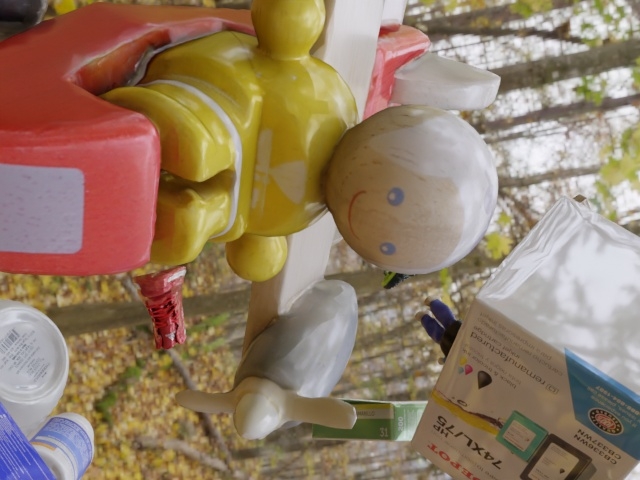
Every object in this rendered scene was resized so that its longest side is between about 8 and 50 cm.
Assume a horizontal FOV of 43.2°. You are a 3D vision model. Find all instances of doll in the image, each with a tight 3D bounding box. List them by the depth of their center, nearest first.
[{"bbox_3d":[0.256,0.178,1.537,0.129,0.046,0.189,-60,-140,18],"label":"doll"}]

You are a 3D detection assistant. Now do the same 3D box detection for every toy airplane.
[{"bbox_3d":[0.000,-0.069,0.482,0.272,0.384,0.386,33,-10,35],"label":"toy airplane"}]

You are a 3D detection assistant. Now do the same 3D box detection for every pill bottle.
[{"bbox_3d":[-0.562,0.456,1.685,0.272,0.152,0.152,-94,173,-84],"label":"pill bottle"}]

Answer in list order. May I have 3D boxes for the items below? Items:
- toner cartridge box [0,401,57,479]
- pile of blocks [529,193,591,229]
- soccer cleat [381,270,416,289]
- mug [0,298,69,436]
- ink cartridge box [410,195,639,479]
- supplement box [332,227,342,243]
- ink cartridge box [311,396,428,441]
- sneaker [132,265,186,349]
[{"bbox_3d":[-0.486,0.252,1.048,0.348,0.075,0.165,46,12,19],"label":"toner cartridge box"},{"bbox_3d":[0.438,0.111,1.367,0.112,0.148,0.362,-133,-144,-58],"label":"pile of blocks"},{"bbox_3d":[0.181,0.031,1.378,0.072,0.179,0.060,49,-11,-5],"label":"soccer cleat"},{"bbox_3d":[-0.622,0.262,1.369,0.276,0.328,0.374,59,36,-8],"label":"mug"},{"bbox_3d":[0.249,0.142,0.836,0.197,0.198,0.270,-40,154,-37],"label":"ink cartridge box"},{"bbox_3d":[0.000,0.000,1.673,0.036,0.098,0.062,61,-23,6],"label":"supplement box"},{"bbox_3d":[0.038,0.232,1.044,0.171,0.235,0.056,-17,-109,51],"label":"ink cartridge box"},{"bbox_3d":[-0.247,0.114,1.320,0.221,0.087,0.128,131,-53,-86],"label":"sneaker"}]
